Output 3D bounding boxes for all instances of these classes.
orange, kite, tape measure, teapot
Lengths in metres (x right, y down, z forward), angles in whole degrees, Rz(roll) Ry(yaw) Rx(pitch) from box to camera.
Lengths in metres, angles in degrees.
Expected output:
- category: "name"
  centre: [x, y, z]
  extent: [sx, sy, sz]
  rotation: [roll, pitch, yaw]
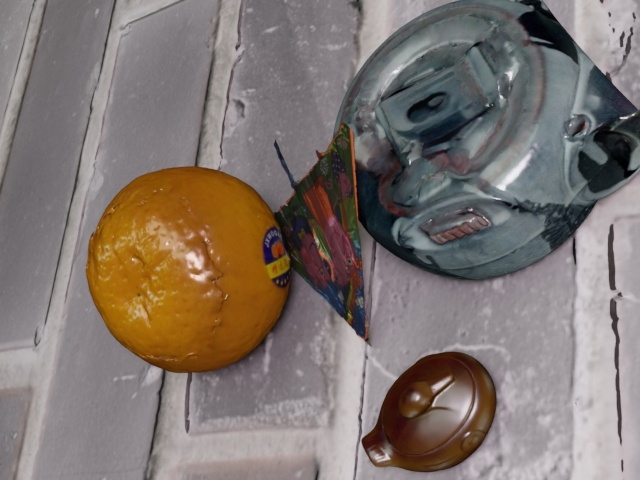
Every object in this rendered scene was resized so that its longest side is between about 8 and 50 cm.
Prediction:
- category: "orange"
  centre: [-0.137, 0.029, 0.969]
  extent: [0.219, 0.193, 0.219]
  rotation: [2, 102, 11]
- category: "kite"
  centre: [0.000, 0.000, 0.910]
  extent: [0.234, 0.016, 0.321]
  rotation: [67, 159, 9]
- category: "tape measure"
  centre: [0.142, -0.102, 0.843]
  extent: [0.275, 0.147, 0.256]
  rotation: [-39, 49, 17]
- category: "teapot"
  centre: [0.093, 0.151, 0.803]
  extent: [0.129, 0.078, 0.098]
  rotation: [-41, 49, 16]
